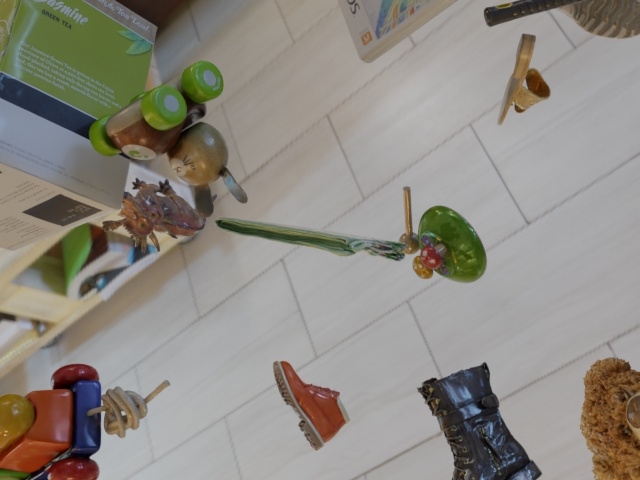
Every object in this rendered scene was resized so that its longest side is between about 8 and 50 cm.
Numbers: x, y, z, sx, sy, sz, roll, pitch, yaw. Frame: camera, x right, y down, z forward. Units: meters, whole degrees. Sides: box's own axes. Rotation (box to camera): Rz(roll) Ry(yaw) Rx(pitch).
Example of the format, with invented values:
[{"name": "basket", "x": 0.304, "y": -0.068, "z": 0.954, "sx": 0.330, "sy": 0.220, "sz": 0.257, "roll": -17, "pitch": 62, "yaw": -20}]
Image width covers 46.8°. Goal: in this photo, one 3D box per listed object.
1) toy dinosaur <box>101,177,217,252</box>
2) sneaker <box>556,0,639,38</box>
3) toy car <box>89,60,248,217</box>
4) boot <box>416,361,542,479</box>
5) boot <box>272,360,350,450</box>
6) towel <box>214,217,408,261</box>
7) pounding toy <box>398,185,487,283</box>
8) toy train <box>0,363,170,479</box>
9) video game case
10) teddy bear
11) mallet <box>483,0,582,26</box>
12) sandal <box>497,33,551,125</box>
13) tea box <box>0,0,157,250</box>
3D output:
[{"name": "toy dinosaur", "x": -0.325, "y": -0.049, "z": 1.558, "sx": 0.200, "sy": 0.295, "sz": 0.127, "roll": 24, "pitch": 107, "yaw": 46}, {"name": "sneaker", "x": 0.421, "y": -0.428, "z": 1.224, "sx": 0.115, "sy": 0.281, "sz": 0.105, "roll": -65, "pitch": -1, "yaw": -53}, {"name": "toy car", "x": -0.179, "y": -0.113, "z": 0.975, "sx": 0.155, "sy": 0.188, "sz": 0.149, "roll": -14, "pitch": 24, "yaw": 43}, {"name": "boot", "x": 0.229, "y": 0.342, "z": 1.246, "sx": 0.229, "sy": 0.263, "sz": 0.091, "roll": 60, "pitch": 148, "yaw": 17}, {"name": "boot", "x": -0.016, "y": 0.251, "z": 1.200, "sx": 0.084, "sy": 0.059, "sz": 0.158, "roll": -32, "pitch": 94, "yaw": -15}, {"name": "towel", "x": 0.000, "y": 0.000, "z": 1.305, "sx": 0.248, "sy": 0.325, "sz": 0.038, "roll": 10, "pitch": 92, "yaw": 22}, {"name": "pounding toy", "x": 0.228, "y": 0.018, "z": 1.563, "sx": 0.110, "sy": 0.183, "sz": 0.237, "roll": -32, "pitch": 44, "yaw": -23}, {"name": "toy train", "x": -0.250, "y": 0.148, "z": 0.610, "sx": 0.248, "sy": 0.143, "sz": 0.105, "roll": -37, "pitch": 51, "yaw": 38}, {"name": "video game case", "x": 0.148, "y": -0.499, "z": 1.191, "sx": 0.329, "sy": 0.036, "sz": 0.300, "roll": -30, "pitch": 68, "yaw": 32}, {"name": "teddy bear", "x": 0.466, "y": 0.202, "z": 0.810, "sx": 0.338, "sy": 0.113, "sz": 0.245, "roll": 17, "pitch": 93, "yaw": 16}, {"name": "mallet", "x": 0.220, "y": -0.188, "z": 0.547, "sx": 0.189, "sy": 0.039, "sz": 0.062, "roll": -18, "pitch": 35, "yaw": 3}, {"name": "sandal", "x": 0.379, "y": -0.276, "z": 1.336, "sx": 0.079, "sy": 0.240, "sz": 0.088, "roll": 12, "pitch": 67, "yaw": 9}, {"name": "tea box", "x": -0.452, "y": -0.191, "z": 1.124, "sx": 0.329, "sy": 0.220, "sz": 0.323, "roll": -15, "pitch": 60, "yaw": 40}]
